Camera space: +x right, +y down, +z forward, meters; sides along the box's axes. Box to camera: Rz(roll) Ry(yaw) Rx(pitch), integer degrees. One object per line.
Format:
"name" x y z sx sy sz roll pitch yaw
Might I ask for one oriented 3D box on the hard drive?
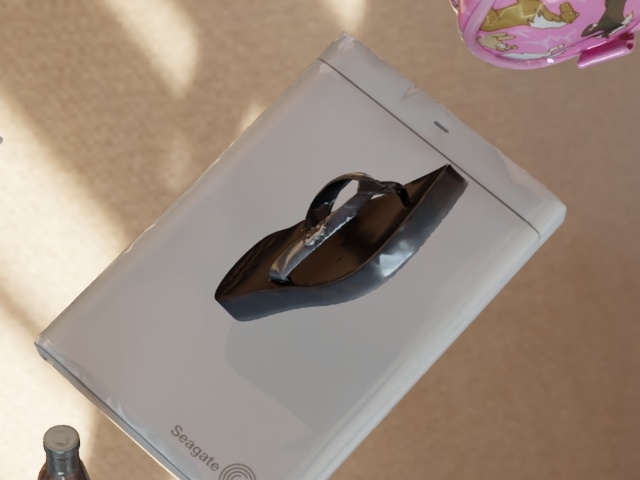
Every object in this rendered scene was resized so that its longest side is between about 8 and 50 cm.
"hard drive" -0.013 0.030 1.510 0.353 0.233 0.047 -46 164 -15

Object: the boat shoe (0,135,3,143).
"boat shoe" -0.344 -0.147 1.482 0.084 0.095 0.258 -42 111 -8

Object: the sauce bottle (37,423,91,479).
"sauce bottle" -0.183 0.184 1.407 0.042 0.042 0.128 -49 154 -38

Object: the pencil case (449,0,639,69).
"pencil case" 0.125 -0.306 1.405 0.167 0.160 0.386 -1 61 -27

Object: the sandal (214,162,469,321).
"sandal" -0.001 0.001 1.331 0.054 0.254 0.097 48 52 -16
